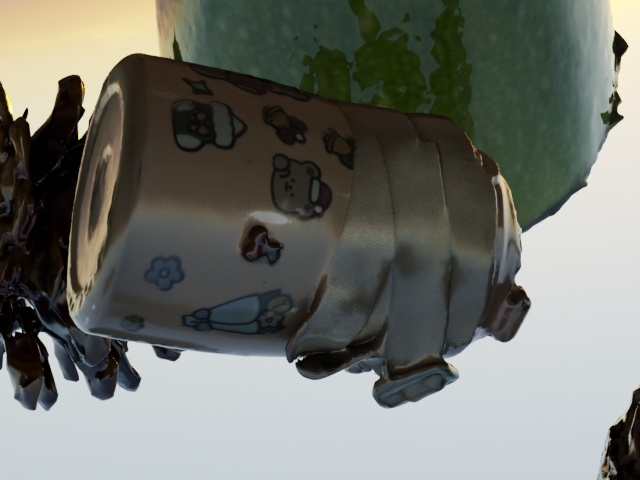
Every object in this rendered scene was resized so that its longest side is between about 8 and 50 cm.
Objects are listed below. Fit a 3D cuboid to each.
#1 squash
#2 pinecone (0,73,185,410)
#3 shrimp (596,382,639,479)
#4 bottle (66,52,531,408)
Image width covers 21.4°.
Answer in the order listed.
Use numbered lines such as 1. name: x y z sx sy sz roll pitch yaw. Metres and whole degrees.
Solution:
1. squash: 0.034 -0.188 0.987 0.310 0.310 0.309 -12 146 -2
2. pinecone: -0.181 0.005 1.248 0.264 0.264 0.264 -11 -170 2
3. shrimp: 0.226 0.098 0.450 0.172 0.137 0.372 30 174 -34
4. bottle: 0.000 -0.001 0.545 0.152 0.099 0.099 12 -177 -17
